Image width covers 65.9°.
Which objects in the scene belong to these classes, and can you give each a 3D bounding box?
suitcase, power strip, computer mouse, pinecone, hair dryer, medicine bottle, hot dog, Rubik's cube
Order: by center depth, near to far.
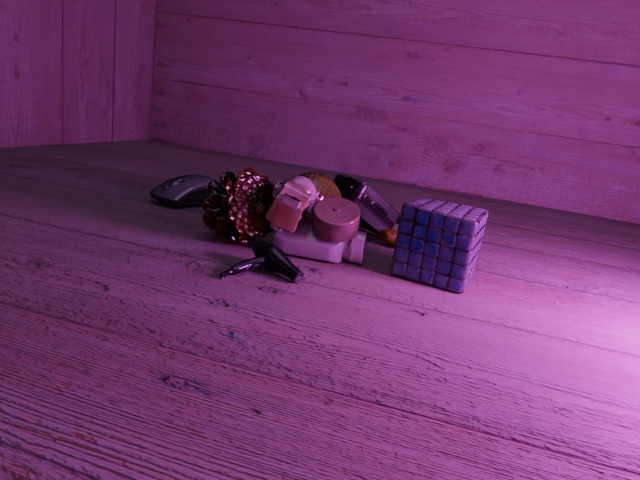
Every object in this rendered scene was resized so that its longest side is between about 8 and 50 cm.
[{"bbox_3d":[-0.179,0.080,1.373,0.219,0.075,0.195,-18,38,-38],"label":"hair dryer"},{"bbox_3d":[0.051,-0.069,1.565,0.154,0.078,0.154,2,39,-2],"label":"power strip"},{"bbox_3d":[0.380,0.006,1.568,0.237,0.237,0.238,16,18,23],"label":"Rubik's cube"},{"bbox_3d":[0.000,0.000,1.624,0.296,0.111,0.161,8,30,7],"label":"medicine bottle"},{"bbox_3d":[-0.283,-0.109,1.645,0.264,0.264,0.264,8,15,-2],"label":"pinecone"},{"bbox_3d":[0.324,0.003,1.873,0.236,0.062,0.092,15,17,15],"label":"hot dog"},{"bbox_3d":[0.174,-0.132,1.976,0.312,0.128,0.202,37,-5,-40],"label":"suitcase"},{"bbox_3d":[-0.556,-0.216,2.117,0.188,0.121,0.371,18,21,34],"label":"computer mouse"}]

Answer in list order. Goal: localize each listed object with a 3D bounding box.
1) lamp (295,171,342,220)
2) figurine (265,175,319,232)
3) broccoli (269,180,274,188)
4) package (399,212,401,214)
[{"bbox_3d":[-0.017,-0.118,1.820,0.284,0.250,0.250,34,11,-12],"label":"lamp"},{"bbox_3d":[-0.085,-0.129,1.601,0.163,0.141,0.236,24,32,-1],"label":"figurine"},{"bbox_3d":[-0.283,-0.239,2.323,0.138,0.145,0.162,-22,33,9],"label":"broccoli"},{"bbox_3d":[0.285,-0.145,2.447,0.166,0.040,0.232,1,9,-35],"label":"package"}]
